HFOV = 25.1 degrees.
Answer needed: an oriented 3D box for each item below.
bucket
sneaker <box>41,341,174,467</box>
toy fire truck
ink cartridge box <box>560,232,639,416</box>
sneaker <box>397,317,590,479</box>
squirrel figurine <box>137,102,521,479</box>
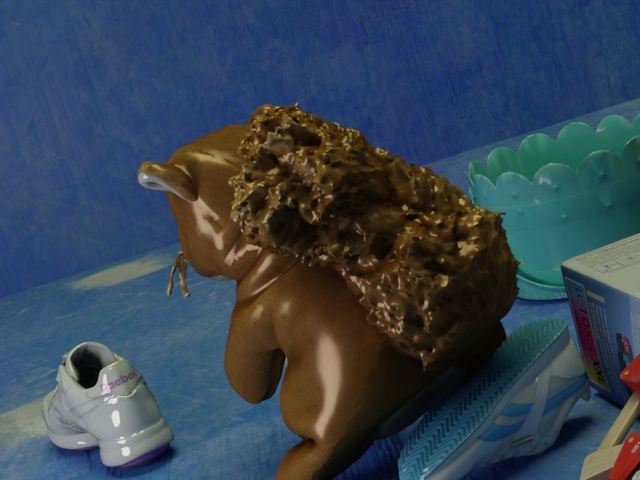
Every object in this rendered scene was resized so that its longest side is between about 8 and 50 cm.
[{"bbox_3d":[0.346,-0.045,1.917,0.281,0.183,0.281,-17,11,3],"label":"bucket"},{"bbox_3d":[-0.277,0.189,1.795,0.114,0.152,0.305,-25,12,-28],"label":"sneaker"},{"bbox_3d":[0.241,0.175,1.114,0.192,0.047,0.135,-50,15,-3],"label":"toy fire truck"},{"bbox_3d":[0.418,0.073,1.297,0.270,0.151,0.395,-20,10,-8],"label":"ink cartridge box"},{"bbox_3d":[0.171,0.174,1.358,0.229,0.092,0.087,-38,20,-23],"label":"sneaker"},{"bbox_3d":[0.000,0.000,1.427,0.281,0.370,0.397,-28,-21,-30],"label":"squirrel figurine"}]
